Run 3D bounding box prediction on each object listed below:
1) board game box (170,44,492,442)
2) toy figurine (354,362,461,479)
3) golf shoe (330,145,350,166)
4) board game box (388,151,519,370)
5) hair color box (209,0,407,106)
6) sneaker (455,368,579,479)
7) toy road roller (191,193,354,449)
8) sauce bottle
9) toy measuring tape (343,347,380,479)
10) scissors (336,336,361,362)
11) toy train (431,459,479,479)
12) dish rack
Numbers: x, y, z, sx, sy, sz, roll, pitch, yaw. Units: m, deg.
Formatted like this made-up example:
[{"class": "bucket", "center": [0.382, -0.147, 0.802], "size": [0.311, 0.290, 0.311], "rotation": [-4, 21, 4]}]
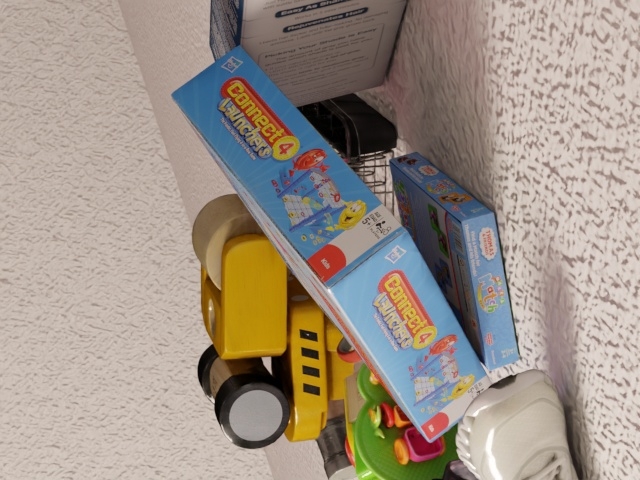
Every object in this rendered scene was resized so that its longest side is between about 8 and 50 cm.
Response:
[{"class": "board game box", "center": [0.015, 0.006, 1.524], "size": [0.302, 0.086, 0.308], "rotation": [50, 175, 38]}, {"class": "toy figurine", "center": [0.111, 0.168, 1.753], "size": [0.159, 0.130, 0.173], "rotation": [112, 143, -55]}, {"class": "golf shoe", "center": [-0.050, -0.104, 2.058], "size": [0.306, 0.140, 0.115], "rotation": [-142, 35, -74]}, {"class": "board game box", "center": [0.131, 0.016, 1.579], "size": [0.211, 0.039, 0.160], "rotation": [-133, 28, -64]}, {"class": "hair color box", "center": [-0.012, -0.249, 1.544], "size": [0.347, 0.173, 0.105], "rotation": [106, 147, -70]}, {"class": "sneaker", "center": [0.199, 0.229, 1.421], "size": [0.118, 0.110, 0.292], "rotation": [52, 166, 43]}, {"class": "toy road roller", "center": [-0.037, 0.105, 2.095], "size": [0.202, 0.240, 0.330], "rotation": [-134, 40, -70]}, {"class": "sauce bottle", "center": [-0.010, 0.197, 2.395], "size": [0.111, 0.111, 0.344], "rotation": [96, 153, -64]}, {"class": "toy measuring tape", "center": [0.087, 0.193, 1.960], "size": [0.121, 0.121, 0.330], "rotation": [87, 180, -50]}, {"class": "scissors", "center": [0.087, 0.109, 1.812], "size": [0.021, 0.109, 0.297], "rotation": [45, 172, -12]}, {"class": "toy train", "center": [0.138, 0.409, 1.693], "size": [0.190, 0.142, 0.334], "rotation": [-131, 51, -62]}, {"class": "dish rack", "center": [0.031, -0.038, 1.831], "size": [0.208, 0.074, 0.272], "rotation": [-130, 36, -63]}]
